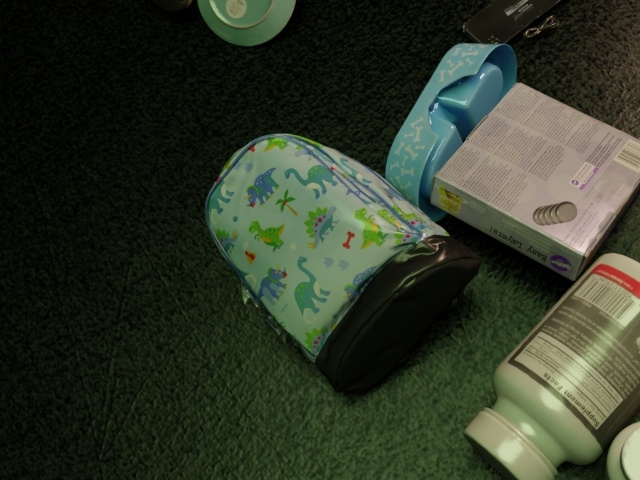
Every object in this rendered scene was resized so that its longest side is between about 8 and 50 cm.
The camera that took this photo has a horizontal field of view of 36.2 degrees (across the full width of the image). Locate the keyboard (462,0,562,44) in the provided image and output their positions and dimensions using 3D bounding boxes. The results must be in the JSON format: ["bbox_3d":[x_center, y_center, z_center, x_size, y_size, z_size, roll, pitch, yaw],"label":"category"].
[{"bbox_3d":[0.333,-0.367,1.603,0.180,0.023,0.108,-38,62,-4],"label":"keyboard"}]

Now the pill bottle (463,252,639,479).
[{"bbox_3d":[0.343,0.185,1.313,0.176,0.176,0.318,42,82,21],"label":"pill bottle"}]

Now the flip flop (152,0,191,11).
[{"bbox_3d":[-0.310,-0.505,1.740,0.277,0.112,0.080,39,55,23],"label":"flip flop"}]

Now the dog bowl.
[{"bbox_3d":[0.196,-0.172,1.487,0.074,0.166,0.297,23,76,29],"label":"dog bowl"}]

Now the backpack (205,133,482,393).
[{"bbox_3d":[0.000,0.000,1.422,0.290,0.273,0.356,-48,53,18],"label":"backpack"}]

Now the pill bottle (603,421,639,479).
[{"bbox_3d":[0.420,0.292,1.238,0.117,0.208,0.118,-5,67,12],"label":"pill bottle"}]

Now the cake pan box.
[{"bbox_3d":[0.331,-0.098,1.434,0.245,0.070,0.267,30,57,19],"label":"cake pan box"}]

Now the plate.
[{"bbox_3d":[-0.130,-0.424,1.659,0.188,0.024,0.188,4,102,19],"label":"plate"}]
